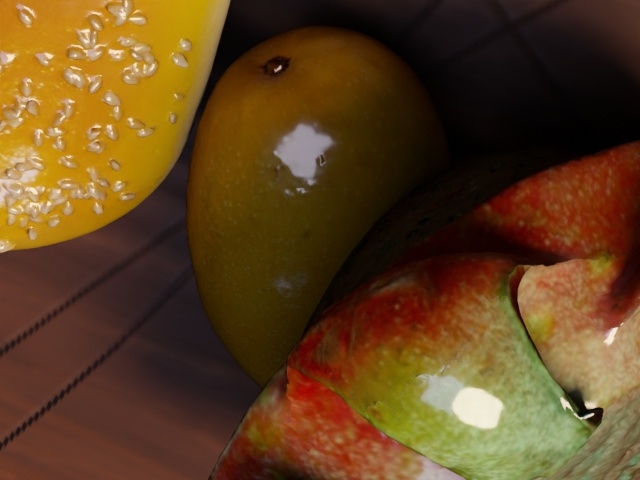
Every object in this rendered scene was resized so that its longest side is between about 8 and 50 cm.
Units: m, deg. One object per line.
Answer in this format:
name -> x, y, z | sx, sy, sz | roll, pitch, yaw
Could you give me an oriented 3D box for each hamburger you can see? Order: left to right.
hamburger -> -0.119, -0.092, 0.476 | 0.173, 0.116, 0.210 | 18, 120, -3

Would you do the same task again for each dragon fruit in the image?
dragon fruit -> 0.073, 0.072, 0.481 | 0.268, 0.130, 0.295 | -35, 144, -10

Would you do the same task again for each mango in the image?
mango -> 0.000, 0.000, 0.525 | 0.102, 0.085, 0.184 | -10, 134, -6
